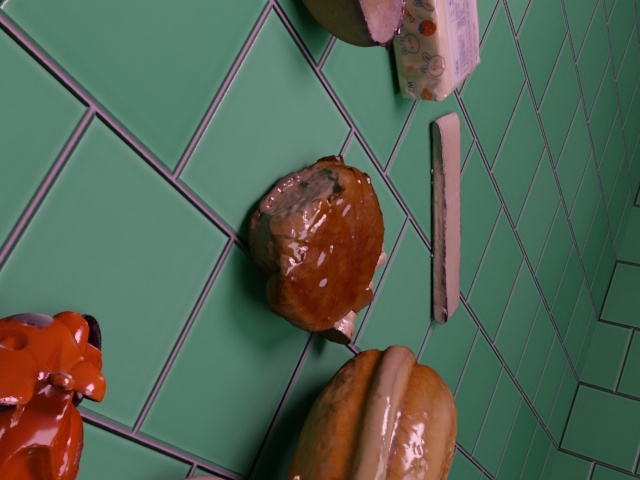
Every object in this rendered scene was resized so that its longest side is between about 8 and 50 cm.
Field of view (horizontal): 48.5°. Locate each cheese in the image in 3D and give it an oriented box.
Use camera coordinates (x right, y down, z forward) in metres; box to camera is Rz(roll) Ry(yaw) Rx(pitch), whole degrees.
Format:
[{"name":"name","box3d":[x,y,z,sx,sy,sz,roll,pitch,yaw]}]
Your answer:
[{"name":"cheese","box3d":[0.233,-0.035,1.313,0.085,0.034,0.401,-38,131,-50]}]

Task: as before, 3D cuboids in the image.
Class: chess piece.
[{"name":"chess piece","box3d":[0.052,0.068,1.057,0.172,0.060,0.060,-63,144,-25]}]

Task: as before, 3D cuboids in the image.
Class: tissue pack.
[{"name":"tissue pack","box3d":[0.172,-0.328,1.069,0.148,0.092,0.196,-46,134,-39]}]

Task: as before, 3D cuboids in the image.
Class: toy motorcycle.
[{"name":"toy motorcycle","box3d":[-0.258,0.194,0.556,0.221,0.147,0.326,82,21,-67]}]

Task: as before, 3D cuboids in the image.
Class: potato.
[{"name":"potato","box3d":[0.024,-0.352,0.837,0.138,0.098,0.243,-54,134,-37]}]

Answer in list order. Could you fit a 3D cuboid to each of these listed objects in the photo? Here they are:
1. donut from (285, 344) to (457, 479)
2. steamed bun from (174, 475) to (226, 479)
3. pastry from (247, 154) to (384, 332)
[{"name":"donut","box3d":[0.067,0.361,0.983,0.449,0.198,0.449,11,90,-76]},{"name":"steamed bun","box3d":[-0.138,0.388,0.794,0.231,0.145,0.232,-24,119,-50]},{"name":"pastry","box3d":[0.000,0.000,0.914,0.218,0.100,0.229,29,81,-52]}]
